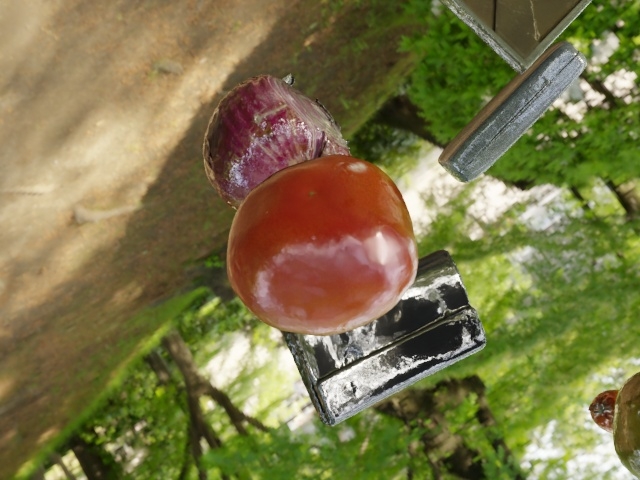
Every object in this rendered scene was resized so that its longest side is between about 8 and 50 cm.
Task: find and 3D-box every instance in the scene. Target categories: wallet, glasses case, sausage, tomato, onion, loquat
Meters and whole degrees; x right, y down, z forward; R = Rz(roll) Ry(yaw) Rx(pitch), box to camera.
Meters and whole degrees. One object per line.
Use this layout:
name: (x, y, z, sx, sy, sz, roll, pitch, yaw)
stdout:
wallet: (0.135, 0.183, 1.627, 0.406, 0.228, 0.062, -21, 174, -28)
glasses case: (0.358, -0.242, 1.552, 0.323, 0.074, 0.131, -46, -171, 4)
sausage: (0.645, 0.353, 1.647, 0.312, 0.093, 0.093, 16, 137, -33)
tomato: (0.000, -0.003, 1.074, 0.260, 0.260, 0.180, -29, 145, -18)
onion: (-0.093, -0.158, 1.437, 0.230, 0.272, 0.256, 3, 108, -38)
loquat: (0.613, 0.324, 1.427, 0.213, 0.213, 0.246, -38, 155, 19)

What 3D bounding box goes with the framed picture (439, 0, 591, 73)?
framed picture: (0.325, -0.492, 1.442, 0.446, 0.326, 0.028, -44, 177, -39)
